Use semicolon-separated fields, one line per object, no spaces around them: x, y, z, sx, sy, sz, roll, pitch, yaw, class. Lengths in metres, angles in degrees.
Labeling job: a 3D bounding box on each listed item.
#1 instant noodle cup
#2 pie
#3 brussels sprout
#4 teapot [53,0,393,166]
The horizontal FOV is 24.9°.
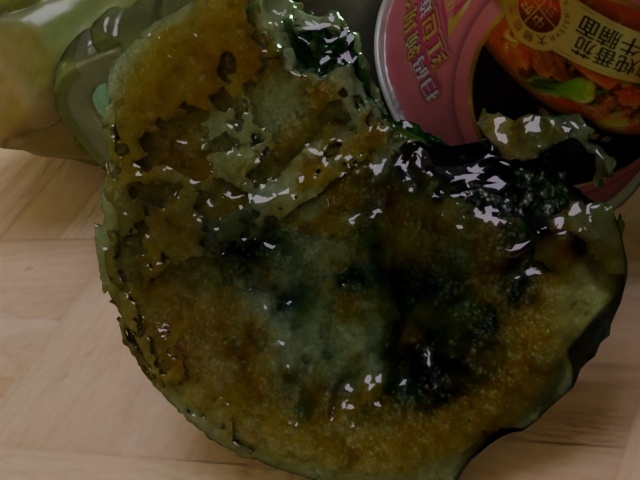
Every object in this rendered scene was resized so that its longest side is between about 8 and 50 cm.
0.185;-0.164;0.930;0.244;0.244;0.255;-45;-1;-33;instant noodle cup
0.000;0.000;0.919;0.371;0.296;0.078;32;14;18;pie
-0.187;-0.196;1.331;0.268;0.344;0.344;42;63;18;brussels sprout
-0.040;-0.137;1.128;0.321;0.239;0.239;16;72;51;teapot
